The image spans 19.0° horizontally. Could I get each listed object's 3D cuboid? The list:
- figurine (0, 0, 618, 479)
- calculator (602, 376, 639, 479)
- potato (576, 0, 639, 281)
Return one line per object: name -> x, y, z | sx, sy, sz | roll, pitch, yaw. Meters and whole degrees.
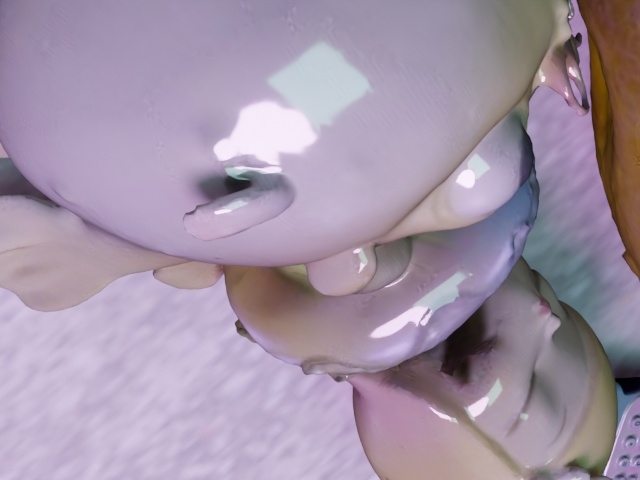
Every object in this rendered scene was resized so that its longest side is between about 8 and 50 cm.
figurine -> 0.000, 0.000, 0.768 | 0.274, 0.227, 0.394 | -16, 135, 23
calculator -> 0.176, 0.099, 0.925 | 0.141, 0.019, 0.094 | 3, 109, -34
potato -> 0.220, -0.047, 0.799 | 0.229, 0.229, 0.266 | -21, 134, -9
